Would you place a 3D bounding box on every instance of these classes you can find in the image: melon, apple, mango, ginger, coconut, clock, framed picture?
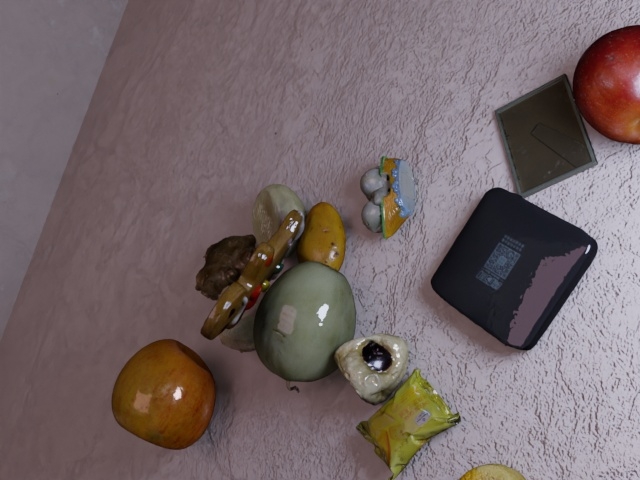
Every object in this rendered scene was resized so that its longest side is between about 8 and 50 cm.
[{"bbox_3d":[-0.038,0.205,1.697,0.272,0.272,0.307,-10,63,41],"label":"melon"},{"bbox_3d":[-0.431,0.434,1.953,0.299,0.299,0.275,18,71,46],"label":"apple"},{"bbox_3d":[0.605,-0.300,1.326,0.218,0.218,0.201,-32,53,30],"label":"apple"},{"bbox_3d":[0.000,0.000,1.849,0.147,0.109,0.227,-28,54,38],"label":"mango"},{"bbox_3d":[-0.276,0.091,2.022,0.219,0.123,0.270,-25,33,20],"label":"ginger"},{"bbox_3d":[-0.200,0.220,1.902,0.194,0.194,0.194,-19,61,37],"label":"coconut"},{"bbox_3d":[0.164,-0.110,1.746,0.144,0.103,0.230,-21,57,38],"label":"clock"},{"bbox_3d":[0.498,-0.235,1.543,0.184,0.016,0.249,-28,56,32],"label":"framed picture"}]

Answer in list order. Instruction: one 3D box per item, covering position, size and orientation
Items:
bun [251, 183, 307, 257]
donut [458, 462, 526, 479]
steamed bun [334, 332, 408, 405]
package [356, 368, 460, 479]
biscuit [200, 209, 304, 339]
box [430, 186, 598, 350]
[{"bbox_3d":[-0.105,-0.055,1.972,0.222,0.128,0.222,10,101,57],"label":"bun"},{"bbox_3d":[0.327,0.530,1.341,0.174,0.075,0.190,36,98,46],"label":"donut"},{"bbox_3d":[0.135,0.279,1.584,0.155,0.172,0.140,-38,59,3],"label":"steamed bun"},{"bbox_3d":[0.187,0.405,1.514,0.226,0.090,0.168,-50,48,13],"label":"package"},{"bbox_3d":[-0.163,0.110,1.702,0.064,0.432,0.283,32,123,4],"label":"biscuit"},{"bbox_3d":[0.403,0.056,1.471,0.290,0.073,0.288,38,99,46],"label":"box"}]
